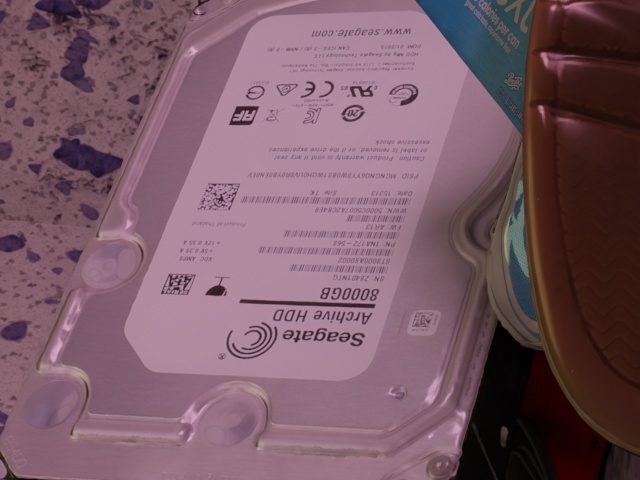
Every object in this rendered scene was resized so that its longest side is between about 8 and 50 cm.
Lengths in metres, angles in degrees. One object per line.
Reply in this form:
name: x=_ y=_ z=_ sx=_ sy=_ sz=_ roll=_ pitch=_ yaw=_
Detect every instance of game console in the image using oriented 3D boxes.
game console: x=0.136 y=0.069 z=1.037 sx=0.124 sy=0.085 sz=0.144 roll=-42 pitch=-30 yaw=-45

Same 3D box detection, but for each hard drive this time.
hard drive: x=0.000 y=0.000 z=0.987 sx=0.064 sy=0.237 sz=0.339 roll=64 pitch=-144 yaw=-45

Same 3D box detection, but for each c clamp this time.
c clamp: x=0.114 y=0.174 z=1.000 sx=0.137 sy=0.022 sz=0.160 roll=-117 pitch=23 yaw=-66

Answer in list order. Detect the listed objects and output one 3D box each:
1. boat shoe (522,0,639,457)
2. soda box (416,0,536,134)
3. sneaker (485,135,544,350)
boat shoe: x=0.127 y=-0.082 z=0.590 sx=0.123 sy=0.123 sz=0.342 roll=83 pitch=-166 yaw=-64
soda box: x=0.098 y=-0.089 z=0.791 sx=0.067 sy=0.071 sz=0.210 roll=-57 pitch=30 yaw=19
sneaker: x=0.131 y=-0.065 z=0.883 sx=0.086 sy=0.085 sz=0.237 roll=-15 pitch=62 yaw=56
